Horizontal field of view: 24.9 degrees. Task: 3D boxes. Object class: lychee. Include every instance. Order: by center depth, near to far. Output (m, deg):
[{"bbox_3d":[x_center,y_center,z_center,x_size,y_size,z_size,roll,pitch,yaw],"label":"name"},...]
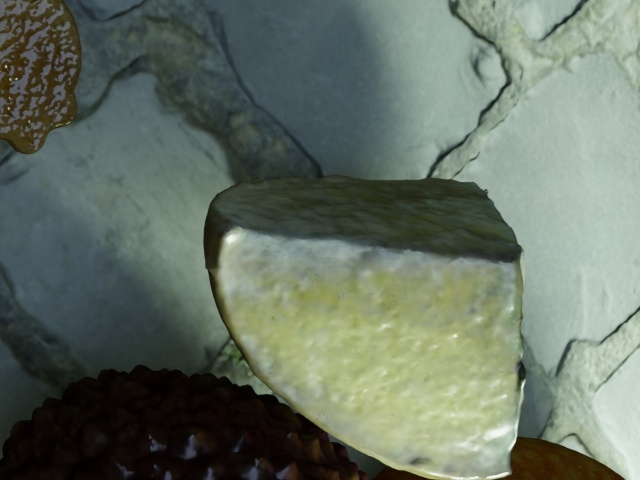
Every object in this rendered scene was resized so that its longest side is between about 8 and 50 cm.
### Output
[{"bbox_3d":[-0.095,0.240,1.100,0.306,0.306,0.330,-40,116,-15],"label":"lychee"}]

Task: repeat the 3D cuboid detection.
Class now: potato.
[{"bbox_3d":[0.023,0.058,1.139,0.264,0.211,0.189,6,109,-13],"label":"potato"}]

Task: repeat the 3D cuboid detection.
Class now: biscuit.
[{"bbox_3d":[-0.274,-0.157,1.083,0.225,0.036,0.166,25,88,-31],"label":"biscuit"}]

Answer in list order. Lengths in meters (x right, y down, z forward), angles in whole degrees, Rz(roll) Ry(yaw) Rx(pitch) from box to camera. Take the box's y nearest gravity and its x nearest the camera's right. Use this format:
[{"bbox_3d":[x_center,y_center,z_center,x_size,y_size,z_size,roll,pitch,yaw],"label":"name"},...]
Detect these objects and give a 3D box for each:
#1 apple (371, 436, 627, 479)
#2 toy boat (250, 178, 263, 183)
[{"bbox_3d":[0.167,0.309,1.262,0.309,0.250,0.277,-29,109,-26],"label":"apple"},{"bbox_3d":[0.000,0.000,1.230,0.185,0.071,0.089,35,81,-27],"label":"toy boat"}]
